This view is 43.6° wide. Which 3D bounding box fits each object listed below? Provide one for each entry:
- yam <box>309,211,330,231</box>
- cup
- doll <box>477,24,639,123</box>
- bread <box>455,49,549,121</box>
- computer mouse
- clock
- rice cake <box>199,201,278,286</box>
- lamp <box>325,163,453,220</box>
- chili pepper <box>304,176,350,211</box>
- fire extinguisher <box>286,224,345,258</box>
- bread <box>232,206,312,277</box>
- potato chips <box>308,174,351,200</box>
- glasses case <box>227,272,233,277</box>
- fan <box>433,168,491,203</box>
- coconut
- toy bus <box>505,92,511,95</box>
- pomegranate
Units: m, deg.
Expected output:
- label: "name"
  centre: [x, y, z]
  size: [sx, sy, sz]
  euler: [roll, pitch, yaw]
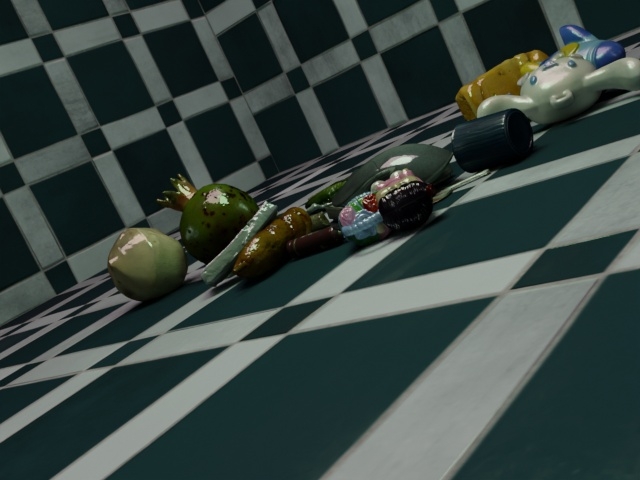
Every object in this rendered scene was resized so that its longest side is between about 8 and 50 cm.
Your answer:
- label: "yam"
  centre: [-0.022, -0.041, 1.997]
  size: [0.094, 0.043, 0.043]
  euler: [-21, 10, 33]
- label: "cup"
  centre: [0.379, -0.223, 1.722]
  size: [0.138, 0.113, 0.150]
  euler: [-13, 21, 47]
- label: "doll"
  centre: [0.593, -0.402, 1.934]
  size: [0.376, 0.187, 0.366]
  euler: [5, 31, 22]
- label: "bread"
  centre: [0.529, -0.404, 2.212]
  size: [0.294, 0.167, 0.132]
  euler: [-29, -14, -13]
- label: "computer mouse"
  centre: [0.120, -0.143, 1.811]
  size: [0.379, 0.090, 0.167]
  euler: [-19, 14, 25]
- label: "clock"
  centre: [0.127, -0.059, 1.538]
  size: [0.194, 0.100, 0.195]
  euler: [-29, 6, 2]
- label: "rice cake"
  centre: [-0.183, 0.012, 1.834]
  size: [0.237, 0.043, 0.127]
  euler: [-50, -5, -11]
- label: "lamp"
  centre: [0.160, -0.119, 1.939]
  size: [0.269, 0.047, 0.266]
  euler: [-27, 9, -11]
- label: "chili pepper"
  centre: [0.066, -0.136, 2.236]
  size: [0.359, 0.076, 0.085]
  euler: [-14, 39, 49]
- label: "fire extinguisher"
  centre: [0.000, 0.000, 1.704]
  size: [0.158, 0.043, 0.064]
  euler: [-18, -31, 35]
- label: "bread"
  centre: [-0.110, 0.016, 1.779]
  size: [0.124, 0.084, 0.344]
  euler: [-54, -5, 29]
- label: "potato chips"
  centre: [0.046, -0.172, 2.626]
  size: [0.202, 0.029, 0.220]
  euler: [-24, 6, 9]
- label: "glasses case"
  centre: [-0.169, 0.033, 1.971]
  size: [0.184, 0.039, 0.077]
  euler: [-29, 9, -24]
- label: "fan"
  centre: [0.255, -0.100, 1.695]
  size: [0.226, 0.008, 0.152]
  euler: [-25, 9, 8]
- label: "coconut"
  centre: [-0.470, 0.064, 2.130]
  size: [0.224, 0.224, 0.224]
  euler: [-25, 9, 4]
- label: "toy bus"
  centre: [0.444, -0.303, 2.042]
  size: [0.190, 0.075, 0.064]
  euler: [-45, 10, -38]
- label: "pomegranate"
  centre: [-0.285, -0.066, 2.074]
  size: [0.231, 0.286, 0.231]
  euler: [-45, 4, 5]
